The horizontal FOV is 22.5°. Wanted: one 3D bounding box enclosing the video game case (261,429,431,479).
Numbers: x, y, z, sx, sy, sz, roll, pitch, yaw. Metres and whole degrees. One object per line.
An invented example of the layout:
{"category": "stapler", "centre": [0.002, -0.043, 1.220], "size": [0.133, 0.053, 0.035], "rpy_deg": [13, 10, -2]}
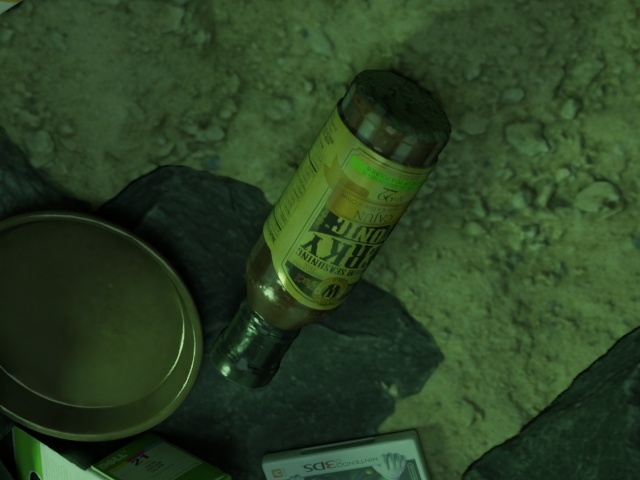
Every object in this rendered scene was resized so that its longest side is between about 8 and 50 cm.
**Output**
{"category": "video game case", "centre": [0.044, 0.301, 1.755], "size": [0.173, 0.022, 0.190], "rpy_deg": [-11, 116, 15]}

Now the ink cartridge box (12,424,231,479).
{"category": "ink cartridge box", "centre": [-0.217, 0.301, 1.764], "size": [0.255, 0.097, 0.188], "rpy_deg": [23, 126, 36]}

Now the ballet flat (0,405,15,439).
{"category": "ballet flat", "centre": [-0.411, 0.166, 1.747], "size": [0.173, 0.049, 0.057], "rpy_deg": [26, 147, 0]}

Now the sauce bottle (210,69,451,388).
{"category": "sauce bottle", "centre": [0.000, 0.000, 1.549], "size": [0.111, 0.111, 0.344], "rpy_deg": [27, 120, -7]}

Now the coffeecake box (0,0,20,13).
{"category": "coffeecake box", "centre": [-0.285, -0.295, 1.453], "size": [0.185, 0.068, 0.142], "rpy_deg": [-27, 112, 22]}

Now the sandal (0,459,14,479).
{"category": "sandal", "centre": [-0.388, 0.250, 1.740], "size": [0.097, 0.054, 0.254], "rpy_deg": [10, 139, 15]}

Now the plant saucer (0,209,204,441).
{"category": "plant saucer", "centre": [-0.255, 0.086, 1.673], "size": [0.278, 0.041, 0.278], "rpy_deg": [4, 119, 7]}
